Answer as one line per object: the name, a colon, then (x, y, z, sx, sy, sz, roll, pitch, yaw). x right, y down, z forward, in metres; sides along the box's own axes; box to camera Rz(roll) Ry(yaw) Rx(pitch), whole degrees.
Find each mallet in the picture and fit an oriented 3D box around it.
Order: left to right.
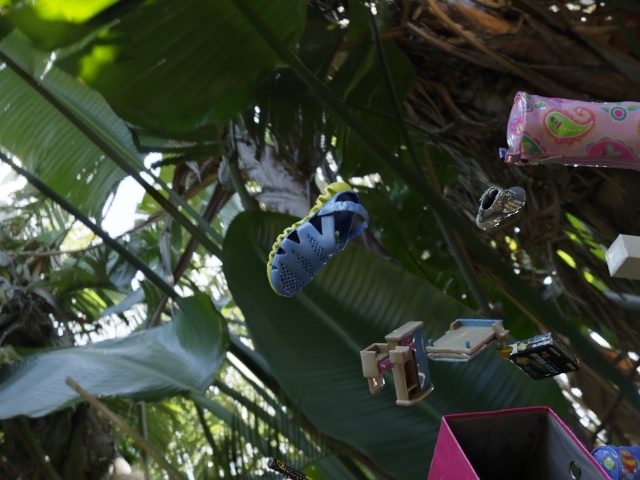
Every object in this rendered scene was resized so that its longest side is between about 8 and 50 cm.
mallet: (0.001, 0.364, 0.923, 0.189, 0.062, 0.039, 33, -69, -31)

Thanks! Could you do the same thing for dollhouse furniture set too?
dollhouse furniture set: (0.320, 0.341, 1.677, 0.286, 0.303, 0.198, -20, -79, -50)

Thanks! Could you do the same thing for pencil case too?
pencil case: (0.432, -0.160, 0.997, 0.284, 0.124, 0.124, 5, -58, 7)
pencil case: (0.855, 0.608, 1.685, 0.306, 0.119, 0.133, 8, -57, -15)

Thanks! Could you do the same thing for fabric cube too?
fabric cube: (0.375, 0.515, 1.256, 0.259, 0.254, 0.258, -1, -64, -16)

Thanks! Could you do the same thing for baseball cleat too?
baseball cleat: (0.492, -0.109, 1.716, 0.206, 0.072, 0.109, -39, -40, -33)

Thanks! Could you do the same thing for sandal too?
sandal: (0.000, 0.000, 1.501, 0.317, 0.138, 0.126, -54, -52, -9)

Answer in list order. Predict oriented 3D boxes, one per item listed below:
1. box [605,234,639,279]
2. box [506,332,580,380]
box: (1.035, 0.062, 1.969, 0.275, 0.094, 0.113, 8, -39, -4)
box: (0.771, 0.407, 2.233, 0.175, 0.051, 0.220, -25, -47, 34)
